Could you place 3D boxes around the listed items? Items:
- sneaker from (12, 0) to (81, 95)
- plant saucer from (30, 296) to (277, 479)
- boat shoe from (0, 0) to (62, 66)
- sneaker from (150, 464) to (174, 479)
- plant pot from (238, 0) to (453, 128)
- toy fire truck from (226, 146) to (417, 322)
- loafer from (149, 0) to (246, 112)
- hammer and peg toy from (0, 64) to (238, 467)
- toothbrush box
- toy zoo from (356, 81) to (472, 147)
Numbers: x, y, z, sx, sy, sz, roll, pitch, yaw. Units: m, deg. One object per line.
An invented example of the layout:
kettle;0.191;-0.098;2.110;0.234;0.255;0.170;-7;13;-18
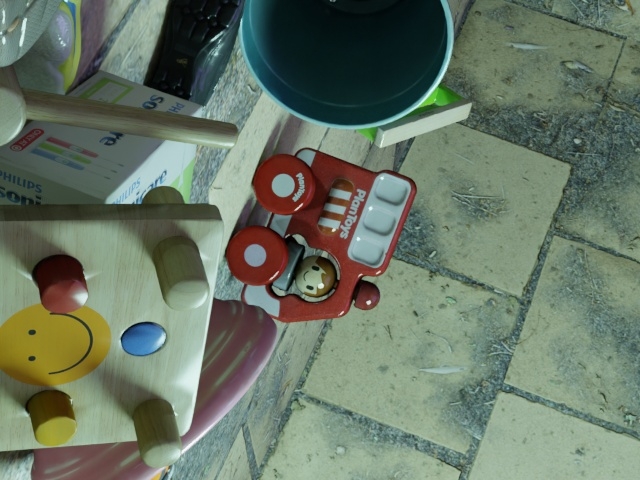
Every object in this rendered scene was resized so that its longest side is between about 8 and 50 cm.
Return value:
sneaker;-0.204;-0.218;0.853;0.240;0.091;0.126;99;15;-45
plant saucer;-0.202;0.169;1.270;0.332;0.084;0.332;-35;-168;9
boat shoe;-0.207;-0.272;0.628;0.132;0.130;0.355;-60;161;-56
sneaker;-0.236;0.204;1.502;0.321;0.125;0.180;-74;173;-53
plant pot;0.045;-0.329;1.514;0.255;0.272;0.271;-79;-179;-53
toy fire truck;0.000;0.000;1.887;0.169;0.254;0.302;16;94;-80
loafer;-0.137;-0.219;1.265;0.078;0.076;0.223;-46;160;-78
hammer and peg toy;-0.201;0.036;0.890;0.127;0.266;0.361;-114;-150;-48
toothbrush box;-0.225;0.010;1.105;0.206;0.122;0.283;-57;165;-54
toy zoo;0.054;-0.241;1.664;0.192;0.293;0.030;-22;138;-40
